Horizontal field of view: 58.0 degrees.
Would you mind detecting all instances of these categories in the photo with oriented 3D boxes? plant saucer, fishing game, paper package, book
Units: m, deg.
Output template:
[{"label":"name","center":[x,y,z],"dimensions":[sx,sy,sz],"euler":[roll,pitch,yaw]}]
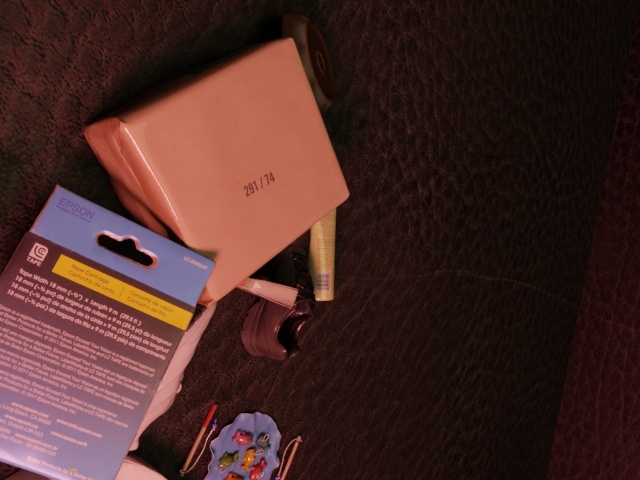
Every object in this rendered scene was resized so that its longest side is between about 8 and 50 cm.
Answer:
[{"label":"plant saucer","center":[-0.014,-0.316,1.035],"dimensions":[0.199,0.036,0.198],"euler":[-10,90,-71]},{"label":"fishing game","center":[-0.144,0.427,1.116],"dimensions":[0.264,0.041,0.189],"euler":[42,67,-39]},{"label":"paper package","center":[-0.151,-0.120,0.924],"dimensions":[0.325,0.168,0.309],"euler":[-39,122,-31]},{"label":"book","center":[-0.122,0.075,0.999],"dimensions":[0.096,0.144,0.035],"euler":[26,80,-42]}]

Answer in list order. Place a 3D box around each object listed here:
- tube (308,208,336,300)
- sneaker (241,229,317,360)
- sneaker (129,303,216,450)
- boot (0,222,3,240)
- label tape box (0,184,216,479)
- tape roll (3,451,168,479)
[{"label":"tube","center":[0.000,0.000,1.166],"dimensions":[0.062,0.070,0.240],"euler":[1,93,1]},{"label":"sneaker","center":[-0.054,0.087,1.077],"dimensions":[0.109,0.130,0.286],"euler":[10,89,-42]},{"label":"sneaker","center":[-0.269,0.202,0.933],"dimensions":[0.297,0.111,0.129],"euler":[-53,144,-18]},{"label":"boot","center":[-0.453,0.079,0.679],"dimensions":[0.083,0.161,0.246],"euler":[17,86,-43]},{"label":"label tape box","center":[-0.325,0.132,0.782],"dimensions":[0.241,0.106,0.333],"euler":[28,72,-15]},{"label":"tape roll","center":[-0.385,0.515,0.883],"dimensions":[0.392,0.072,0.391],"euler":[-8,102,-42]}]
